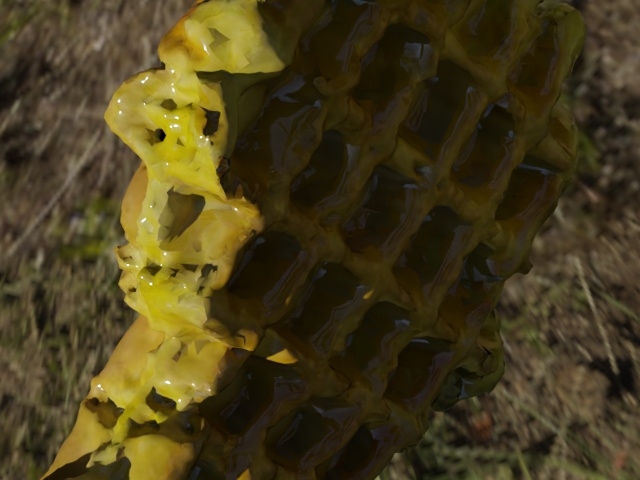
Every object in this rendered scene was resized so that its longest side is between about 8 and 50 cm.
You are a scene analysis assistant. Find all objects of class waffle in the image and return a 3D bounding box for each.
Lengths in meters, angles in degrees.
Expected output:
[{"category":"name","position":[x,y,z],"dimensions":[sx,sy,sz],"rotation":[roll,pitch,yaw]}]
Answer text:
[{"category":"waffle","position":[-0.001,0.000,0.633],"dimensions":[0.249,0.056,0.253],"rotation":[-38,141,-31]}]
